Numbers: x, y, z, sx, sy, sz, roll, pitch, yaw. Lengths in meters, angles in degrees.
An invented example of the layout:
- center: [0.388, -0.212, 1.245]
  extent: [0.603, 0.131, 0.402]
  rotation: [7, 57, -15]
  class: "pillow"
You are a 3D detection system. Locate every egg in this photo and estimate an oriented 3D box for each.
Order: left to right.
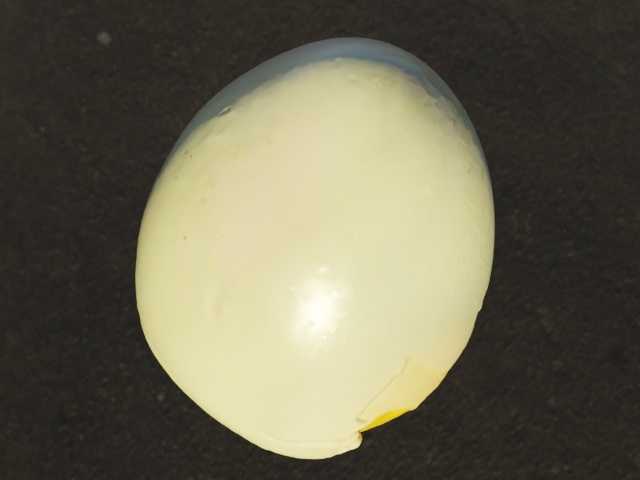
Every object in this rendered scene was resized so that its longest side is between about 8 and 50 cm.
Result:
- center: [0.000, 0.000, 0.893]
  extent: [0.283, 0.345, 0.283]
  rotation: [16, 30, -10]
  class: "egg"
